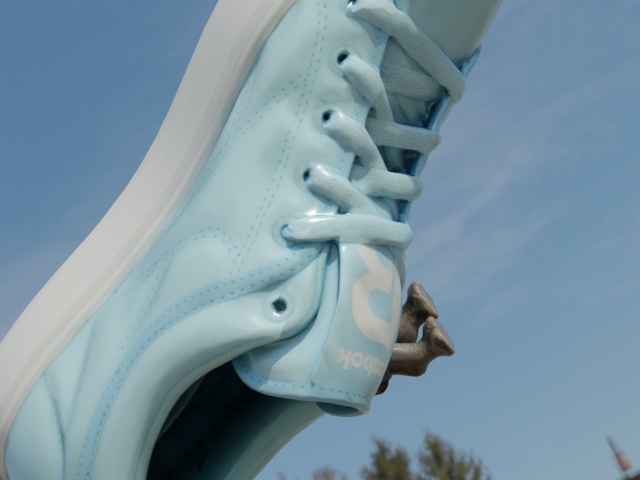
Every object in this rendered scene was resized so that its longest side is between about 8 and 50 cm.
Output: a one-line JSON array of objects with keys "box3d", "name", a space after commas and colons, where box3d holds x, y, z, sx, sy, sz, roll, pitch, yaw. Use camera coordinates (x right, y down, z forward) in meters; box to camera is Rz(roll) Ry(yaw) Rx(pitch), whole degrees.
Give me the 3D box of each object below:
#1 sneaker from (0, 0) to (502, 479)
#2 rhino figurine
[{"box3d": [0.000, 0.000, 0.514, 0.135, 0.150, 0.366, 21, -74, -52], "name": "sneaker"}, {"box3d": [-0.019, 0.004, 0.789, 0.106, 0.243, 0.073, -37, -10, 10], "name": "rhino figurine"}]
